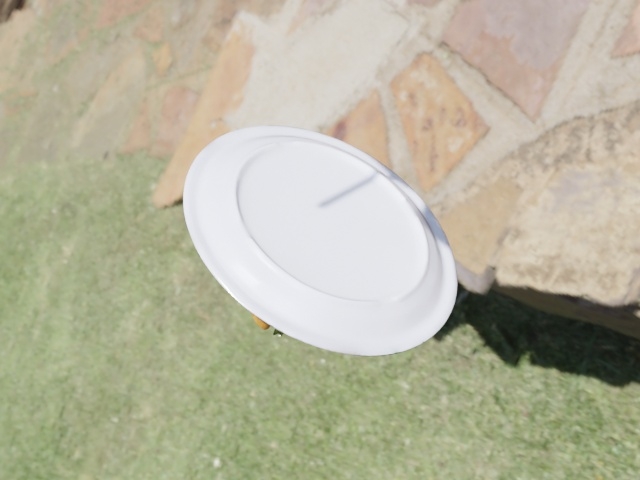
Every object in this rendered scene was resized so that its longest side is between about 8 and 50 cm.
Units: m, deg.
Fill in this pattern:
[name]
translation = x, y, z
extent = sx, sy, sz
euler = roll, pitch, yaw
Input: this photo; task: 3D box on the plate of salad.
[plate of salad]
translation = 0.000, 0.000, 0.702
extent = 0.048, 0.199, 0.200
euler = 121, 148, -41
